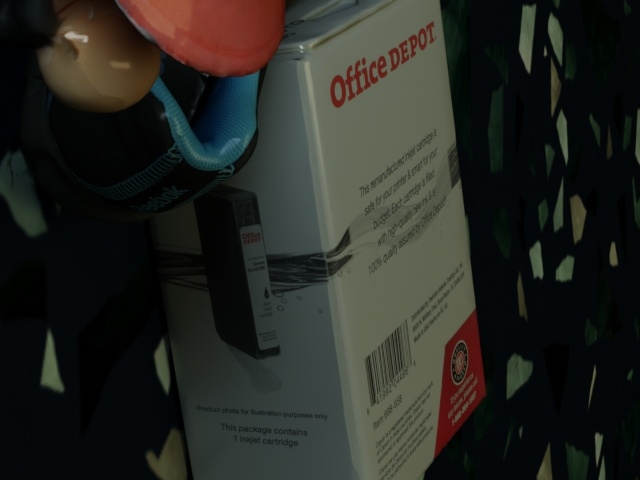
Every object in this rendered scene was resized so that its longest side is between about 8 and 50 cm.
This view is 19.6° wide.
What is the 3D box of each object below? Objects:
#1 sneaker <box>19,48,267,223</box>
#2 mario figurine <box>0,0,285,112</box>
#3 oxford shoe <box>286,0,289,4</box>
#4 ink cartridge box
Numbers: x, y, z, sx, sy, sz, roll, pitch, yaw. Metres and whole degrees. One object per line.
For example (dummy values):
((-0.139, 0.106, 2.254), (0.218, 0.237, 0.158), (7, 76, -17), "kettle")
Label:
((-0.053, -0.178, 0.857), (0.125, 0.139, 0.341), (5, 86, -27), "sneaker")
((-0.129, -0.081, 0.519), (0.170, 0.320, 0.198), (55, 42, -51), "mario figurine")
((-0.018, -0.193, 1.022), (0.083, 0.096, 0.227), (40, 34, -6), "oxford shoe")
((0.000, 0.000, 1.058), (0.197, 0.114, 0.273), (-40, 127, -59), "ink cartridge box")
